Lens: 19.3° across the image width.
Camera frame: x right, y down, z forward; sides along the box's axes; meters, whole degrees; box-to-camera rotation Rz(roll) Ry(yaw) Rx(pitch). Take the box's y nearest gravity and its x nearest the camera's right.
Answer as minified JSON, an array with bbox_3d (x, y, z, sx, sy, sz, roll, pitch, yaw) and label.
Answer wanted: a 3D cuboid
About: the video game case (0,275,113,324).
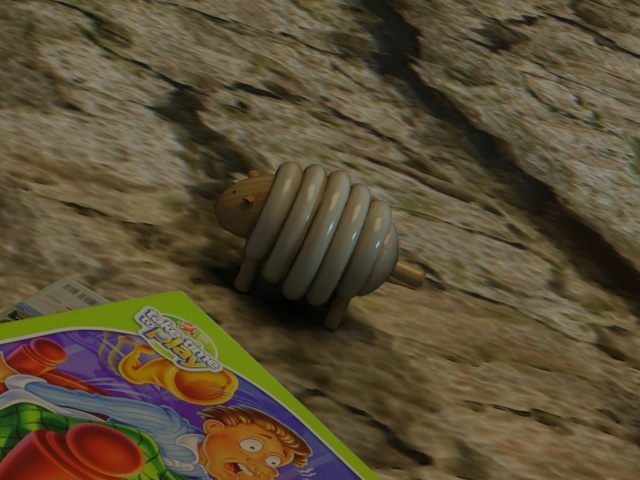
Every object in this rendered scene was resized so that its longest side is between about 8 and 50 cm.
[{"bbox_3d":[-0.125,0.058,0.960,0.087,0.011,0.122,30,23,11],"label":"video game case"}]

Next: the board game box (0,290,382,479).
[{"bbox_3d":[-0.027,0.167,0.682,0.347,0.078,0.233,42,27,23],"label":"board game box"}]

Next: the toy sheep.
[{"bbox_3d":[0.000,0.000,1.116,0.132,0.091,0.091,21,22,-8],"label":"toy sheep"}]
